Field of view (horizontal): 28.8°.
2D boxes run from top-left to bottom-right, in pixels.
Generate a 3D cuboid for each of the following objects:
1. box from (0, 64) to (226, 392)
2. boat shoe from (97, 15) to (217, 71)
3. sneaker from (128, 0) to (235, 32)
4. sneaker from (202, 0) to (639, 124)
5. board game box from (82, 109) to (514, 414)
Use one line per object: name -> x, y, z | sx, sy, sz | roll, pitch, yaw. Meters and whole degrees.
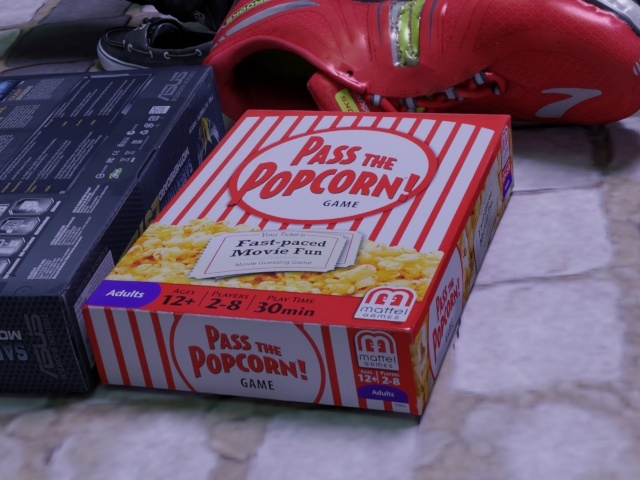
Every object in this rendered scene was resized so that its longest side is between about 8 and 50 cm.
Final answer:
box -> -0.166, -0.014, 0.641 | 0.183, 0.059, 0.233 | -1, 32, 14
boat shoe -> -0.104, -0.130, 0.843 | 0.049, 0.040, 0.142 | -31, 37, -33
sneaker -> -0.118, -0.200, 0.869 | 0.276, 0.135, 0.097 | -11, 0, 16
sneaker -> 0.053, -0.088, 0.700 | 0.279, 0.107, 0.118 | 9, 53, 34
board game box -> 0.000, 0.000, 0.584 | 0.146, 0.045, 0.193 | 3, 32, 19
